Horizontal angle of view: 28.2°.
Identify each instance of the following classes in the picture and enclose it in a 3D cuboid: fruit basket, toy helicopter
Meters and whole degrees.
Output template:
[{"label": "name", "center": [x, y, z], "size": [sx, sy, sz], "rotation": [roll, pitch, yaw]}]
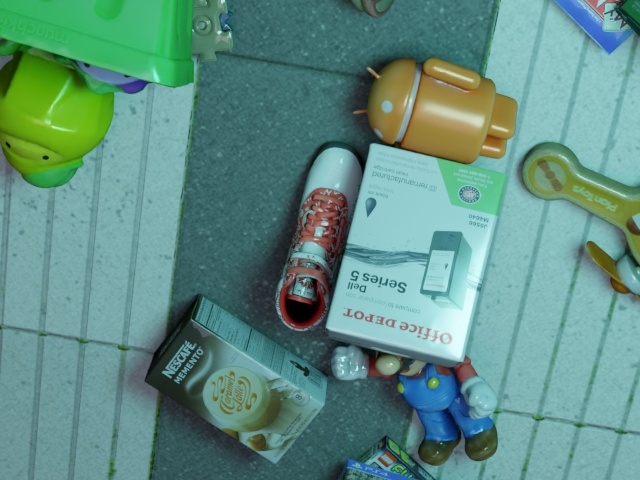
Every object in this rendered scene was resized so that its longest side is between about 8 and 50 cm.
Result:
[{"label": "fruit basket", "center": [-0.358, -0.238, 1.686], "size": [0.392, 0.283, 0.392], "rotation": [0, 98, 2]}, {"label": "toy helicopter", "center": [0.447, -0.026, 1.834], "size": [0.355, 0.140, 0.235], "rotation": [27, 122, 4]}]

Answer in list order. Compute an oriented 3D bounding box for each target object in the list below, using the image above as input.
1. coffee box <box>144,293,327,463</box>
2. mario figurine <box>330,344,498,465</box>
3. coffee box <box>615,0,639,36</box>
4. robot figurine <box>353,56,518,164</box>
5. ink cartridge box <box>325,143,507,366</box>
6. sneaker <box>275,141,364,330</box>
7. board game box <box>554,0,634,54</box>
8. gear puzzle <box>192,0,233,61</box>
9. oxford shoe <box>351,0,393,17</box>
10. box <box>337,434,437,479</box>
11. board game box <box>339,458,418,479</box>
[{"label": "coffee box", "center": [-0.129, 0.215, 1.973], "size": [0.246, 0.098, 0.141], "rotation": [33, 111, -10]}, {"label": "mario figurine", "center": [0.139, 0.216, 1.913], "size": [0.198, 0.170, 0.320], "rotation": [-30, 112, 2]}, {"label": "coffee box", "center": [0.480, -0.248, 1.695], "size": [0.184, 0.113, 0.040], "rotation": [34, 109, -31]}, {"label": "robot figurine", "center": [0.160, -0.179, 1.769], "size": [0.219, 0.158, 0.128], "rotation": [15, 91, -3]}, {"label": "ink cartridge box", "center": [0.133, 0.024, 1.789], "size": [0.198, 0.115, 0.272], "rotation": [13, 82, 3]}, {"label": "sneaker", "center": [0.001, 0.001, 1.847], "size": [0.090, 0.145, 0.270], "rotation": [16, 113, -3]}, {"label": "board game box", "center": [0.353, -0.431, 1.691], "size": [0.317, 0.046, 0.213], "rotation": [41, 109, -13]}, {"label": "gear puzzle", "center": [-0.291, -0.327, 1.789], "size": [0.339, 0.044, 0.175], "rotation": [-5, 114, 9]}, {"label": "oxford shoe", "center": [0.023, -0.464, 1.684], "size": [0.130, 0.123, 0.348], "rotation": [3, 118, 32]}, {"label": "box", "center": [0.140, 0.423, 2.076], "size": [0.114, 0.036, 0.207], "rotation": [-42, 104, 19]}, {"label": "board game box", "center": [0.122, 0.495, 1.928], "size": [0.232, 0.291, 0.141], "rotation": [18, 112, -4]}]
